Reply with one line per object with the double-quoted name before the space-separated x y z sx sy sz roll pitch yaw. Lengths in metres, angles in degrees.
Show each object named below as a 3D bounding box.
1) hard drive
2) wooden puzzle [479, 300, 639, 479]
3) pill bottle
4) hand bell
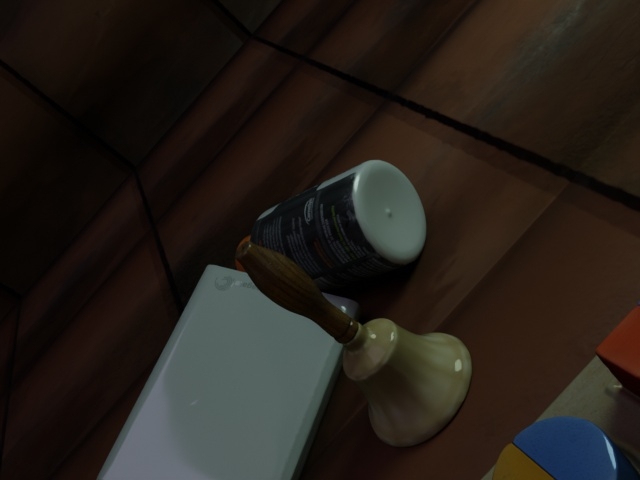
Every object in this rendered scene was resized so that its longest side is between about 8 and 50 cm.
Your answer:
"hard drive" -0.099 0.181 0.842 0.202 0.040 0.308 13 59 18
"wooden puzzle" 0.242 0.148 0.444 0.348 0.080 0.322 -50 27 -1
"pill bottle" 0.000 0.000 0.943 0.245 0.130 0.131 -22 38 42
"hand bell" 0.018 0.076 0.695 0.126 0.242 0.126 -36 29 24
